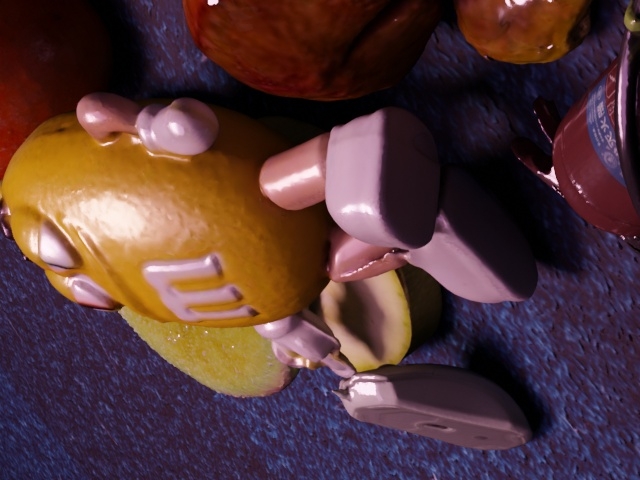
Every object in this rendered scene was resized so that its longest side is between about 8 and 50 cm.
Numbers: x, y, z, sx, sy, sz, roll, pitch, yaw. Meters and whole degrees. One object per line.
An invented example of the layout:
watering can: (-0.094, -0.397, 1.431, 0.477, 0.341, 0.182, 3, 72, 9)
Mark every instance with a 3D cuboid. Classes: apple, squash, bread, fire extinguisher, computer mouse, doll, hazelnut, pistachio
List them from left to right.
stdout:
apple: (-0.305, -0.159, 1.441, 0.218, 0.201, 0.218, 37, 152, 24)
bread: (-0.128, 0.016, 1.433, 0.301, 0.045, 0.301, 27, 135, 31)
doll: (-0.047, -0.009, 1.195, 0.348, 0.161, 0.423, 33, 149, -18)
hazelnut: (-0.005, -0.177, 1.011, 0.178, 0.178, 0.204, 33, 180, 30)
squash: (0.000, 0.000, 1.357, 0.252, 0.049, 0.252, 37, 148, 27)
computer mouse: (0.092, 0.131, 1.309, 0.182, 0.056, 0.089, 15, 153, -20)
pistachio: (0.127, -0.151, 0.957, 0.089, 0.049, 0.173, 50, 154, -2)
fire extinguisher: (0.198, -0.091, 0.870, 0.141, 0.105, 0.341, 61, 155, 12)
